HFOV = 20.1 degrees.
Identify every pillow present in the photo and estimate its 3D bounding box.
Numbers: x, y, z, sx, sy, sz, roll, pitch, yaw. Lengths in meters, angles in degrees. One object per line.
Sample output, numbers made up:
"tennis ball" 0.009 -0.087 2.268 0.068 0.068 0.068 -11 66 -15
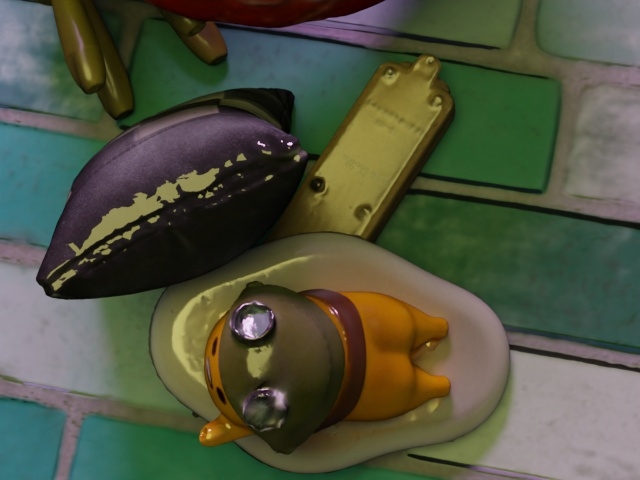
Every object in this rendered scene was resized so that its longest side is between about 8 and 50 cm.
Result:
"pillow" -0.093 -0.036 1.212 0.186 0.250 0.106 -28 101 5

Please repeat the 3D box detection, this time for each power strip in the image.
"power strip" 0.000 0.000 1.282 0.064 0.044 0.305 32 84 13

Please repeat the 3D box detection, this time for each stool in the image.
"stool" -0.141 -0.165 1.303 0.135 0.134 0.110 -40 75 46

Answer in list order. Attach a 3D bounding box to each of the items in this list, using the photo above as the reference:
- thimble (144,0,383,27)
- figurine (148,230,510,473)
"thimble" -0.041 -0.322 1.204 0.350 0.230 0.350 4 66 -9
"figurine" 0.015 0.072 1.182 0.250 0.141 0.167 -2 86 -7
